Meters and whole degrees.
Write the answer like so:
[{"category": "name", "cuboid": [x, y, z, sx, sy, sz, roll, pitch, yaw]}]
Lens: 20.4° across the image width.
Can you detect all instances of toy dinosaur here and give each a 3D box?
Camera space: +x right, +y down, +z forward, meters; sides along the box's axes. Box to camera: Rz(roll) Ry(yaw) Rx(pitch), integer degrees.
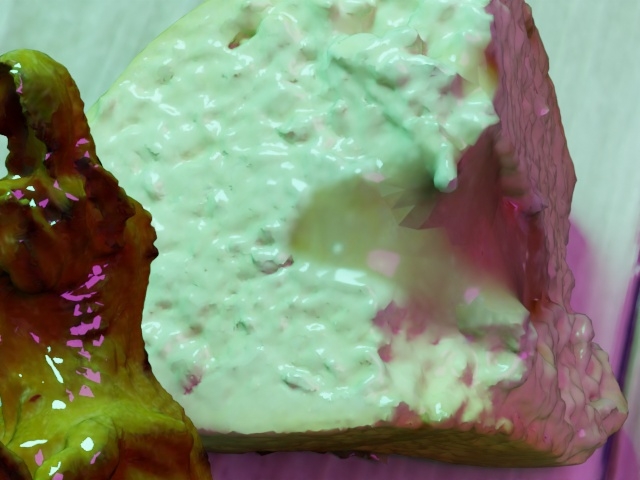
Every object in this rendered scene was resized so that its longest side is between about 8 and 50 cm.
[{"category": "toy dinosaur", "cuboid": [-0.079, 0.162, 0.587, 0.208, 0.097, 0.432, -26, 105, -28]}]

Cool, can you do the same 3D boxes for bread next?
[{"category": "bread", "cuboid": [-0.002, 0.003, 0.721, 0.211, 0.224, 0.183, -8, 74, 16]}]
